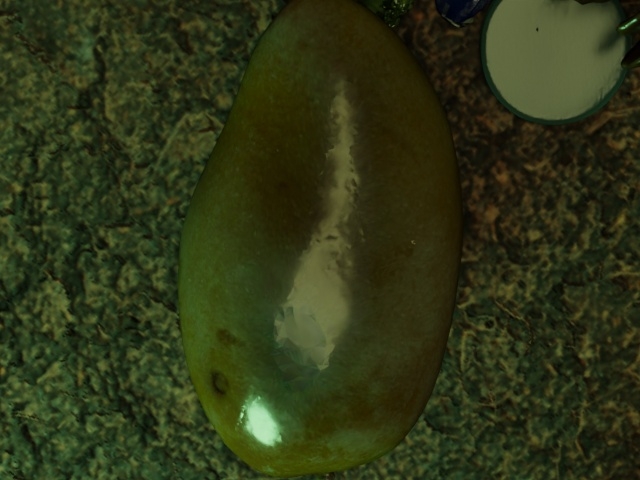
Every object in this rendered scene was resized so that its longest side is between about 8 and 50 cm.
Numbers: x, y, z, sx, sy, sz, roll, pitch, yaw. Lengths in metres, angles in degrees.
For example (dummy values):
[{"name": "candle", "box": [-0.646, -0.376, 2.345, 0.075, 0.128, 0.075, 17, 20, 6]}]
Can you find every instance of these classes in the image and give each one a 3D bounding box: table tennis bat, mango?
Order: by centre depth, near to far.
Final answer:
[{"name": "mango", "box": [0.000, 0.000, 1.093, 0.222, 0.199, 0.383, 1, 101, 2]}, {"name": "table tennis bat", "box": [0.187, -0.193, 1.141, 0.124, 0.033, 0.201, -8, 102, 3]}]

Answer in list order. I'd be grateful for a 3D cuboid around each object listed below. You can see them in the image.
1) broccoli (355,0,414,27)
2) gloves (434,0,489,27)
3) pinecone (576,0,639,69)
[{"name": "broccoli", "box": [0.028, -0.197, 1.115, 0.097, 0.092, 0.095, 17, 88, 29]}, {"name": "gloves", "box": [0.122, -0.217, 1.130, 0.064, 0.026, 0.086, 49, 116, 22]}, {"name": "pinecone", "box": [0.268, -0.236, 1.045, 0.201, 0.202, 0.228, 11, 100, -17]}]
